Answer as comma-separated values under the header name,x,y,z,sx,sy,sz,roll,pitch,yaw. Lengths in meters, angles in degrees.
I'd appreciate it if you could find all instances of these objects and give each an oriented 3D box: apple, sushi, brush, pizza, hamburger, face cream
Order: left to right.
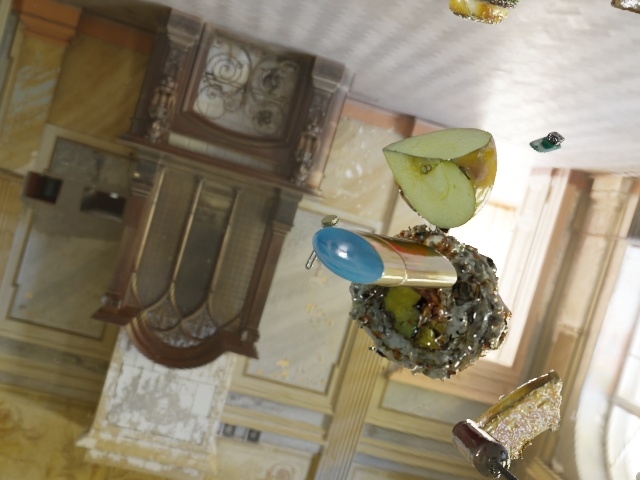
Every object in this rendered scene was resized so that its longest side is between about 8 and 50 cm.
name,x,y,z,sx,sy,sz,roll,pitch,yaw
brush,0.000,0.000,2.049,0.062,0.027,0.266,-6,-145,26
face cream,0.100,0.029,0.975,0.139,0.067,0.285,26,-170,30
sushi,0.259,0.159,1.618,0.418,0.417,0.176,17,-161,19
apple,0.301,-0.170,1.579,0.179,0.253,0.346,26,178,-31
hamburger,0.351,-0.531,1.416,0.164,0.093,0.189,15,-157,-2
pizza,0.538,0.488,1.760,0.223,0.323,0.089,48,-174,-35
brush,0.501,-0.218,1.413,0.043,0.032,0.193,46,-149,17

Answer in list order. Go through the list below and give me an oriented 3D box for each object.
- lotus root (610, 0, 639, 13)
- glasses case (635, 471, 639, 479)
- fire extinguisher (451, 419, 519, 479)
name,x,y,z,sx,sy,sz,roll,pitch,yaw
lotus root,0.763,-0.489,1.299,0.167,0.078,0.329,-30,-138,-30
glasses case,0.787,0.571,1.527,0.021,0.032,0.083,12,167,-21
fire extinguisher,0.332,0.427,1.286,0.089,0.072,0.267,43,176,3
